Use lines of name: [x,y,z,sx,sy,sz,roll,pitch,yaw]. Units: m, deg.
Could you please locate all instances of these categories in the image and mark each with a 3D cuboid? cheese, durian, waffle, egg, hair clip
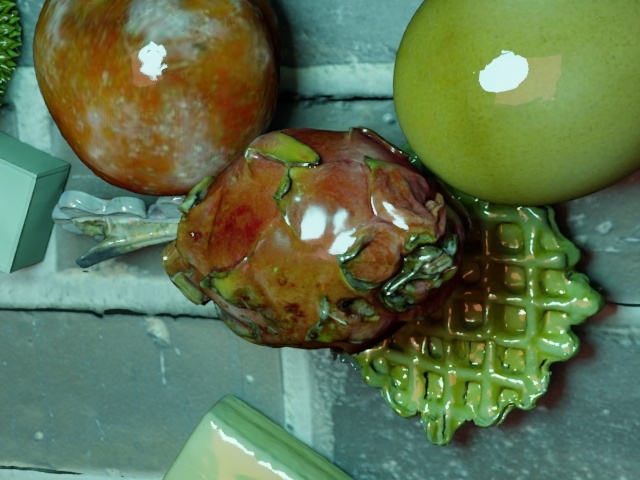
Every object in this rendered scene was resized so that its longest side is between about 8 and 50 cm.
cheese: [-0.068,0.347,1.859,0.265,0.124,0.243,34,109,11]
durian: [-0.394,-0.231,1.876,0.095,0.137,0.221,-5,93,-16]
waffle: [0.134,0.048,1.735,0.317,0.073,0.297,47,115,9]
egg: [0.225,-0.164,1.549,0.322,0.250,0.250,-16,96,22]
hair clip: [-0.188,-0.016,1.821,0.257,0.146,0.075,-6,58,20]

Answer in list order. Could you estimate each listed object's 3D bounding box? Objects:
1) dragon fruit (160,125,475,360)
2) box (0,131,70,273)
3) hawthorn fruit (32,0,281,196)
dragon fruit: [-0.003,0.001,1.611,0.315,0.250,0.250,-35,87,44]
box: [-0.424,-0.070,1.929,0.225,0.086,0.130,25,109,15]
hawthorn fruit: [-0.171,-0.184,1.702,0.284,0.284,0.284,5,104,21]
